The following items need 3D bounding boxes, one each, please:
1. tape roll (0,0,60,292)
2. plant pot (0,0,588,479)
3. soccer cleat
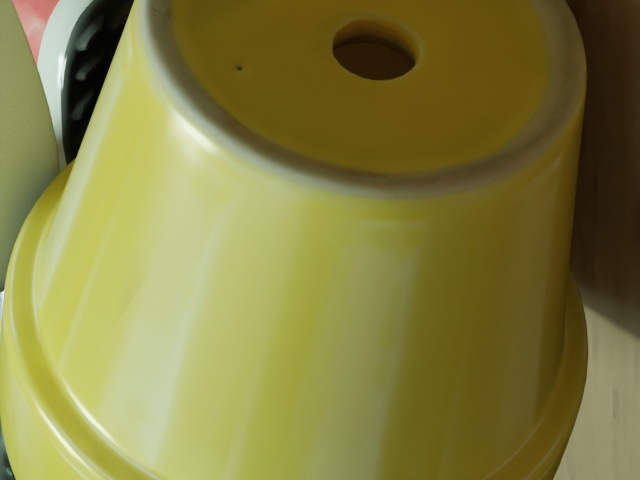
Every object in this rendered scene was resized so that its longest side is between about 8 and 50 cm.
[{"bbox_3d":[-0.243,-0.085,0.819,0.286,0.100,0.286,37,144,33],"label":"tape roll"},{"bbox_3d":[0.000,0.000,0.699,0.254,0.254,0.239,34,142,16],"label":"plant pot"},{"bbox_3d":[-0.146,-0.004,0.946,0.116,0.108,0.318,31,121,39],"label":"soccer cleat"}]
